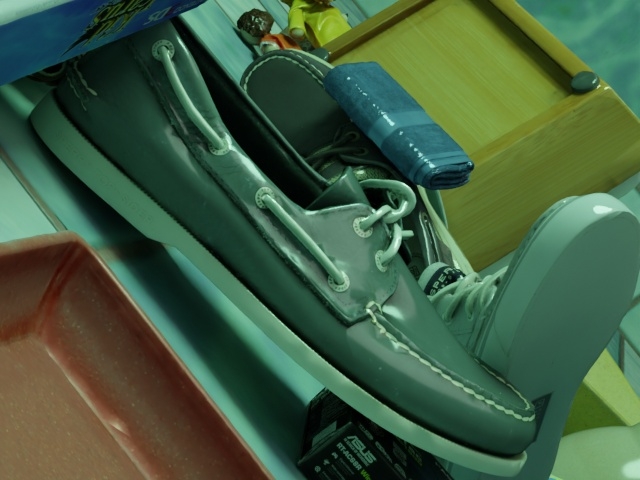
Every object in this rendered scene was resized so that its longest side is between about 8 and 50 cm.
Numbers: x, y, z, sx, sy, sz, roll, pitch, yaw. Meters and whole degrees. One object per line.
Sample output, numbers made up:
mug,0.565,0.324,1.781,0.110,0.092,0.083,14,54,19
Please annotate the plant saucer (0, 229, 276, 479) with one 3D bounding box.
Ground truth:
plant saucer,-0.054,0.117,0.509,0.259,0.048,0.258,52,10,3

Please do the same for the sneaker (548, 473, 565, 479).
sneaker,0.213,0.199,1.128,0.240,0.126,0.091,46,11,-26

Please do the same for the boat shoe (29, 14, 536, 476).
boat shoe,0.000,0.000,0.855,0.319,0.099,0.116,39,9,-2

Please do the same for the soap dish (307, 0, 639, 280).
soap dish,0.122,-0.109,1.428,0.291,0.229,0.118,53,-8,47

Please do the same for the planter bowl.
planter bowl,0.238,0.206,1.261,0.162,0.109,0.162,49,10,-12

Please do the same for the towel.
towel,0.055,-0.082,1.197,0.119,0.029,0.067,49,31,23

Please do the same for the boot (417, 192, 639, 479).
boot,0.097,0.050,0.974,0.095,0.258,0.123,-14,47,-32

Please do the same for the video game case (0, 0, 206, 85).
video game case,-0.177,-0.186,0.734,0.244,0.061,0.269,47,28,3

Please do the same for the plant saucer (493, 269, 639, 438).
plant saucer,0.192,0.090,1.543,0.333,0.081,0.332,42,14,-38

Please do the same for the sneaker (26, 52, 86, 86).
sneaker,-0.146,-0.110,0.905,0.188,0.066,0.071,24,45,-57

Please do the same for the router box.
router box,0.042,0.135,0.871,0.122,0.038,0.092,49,10,-9

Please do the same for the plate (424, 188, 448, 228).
plate,0.050,-0.034,1.330,0.188,0.024,0.188,54,-25,40

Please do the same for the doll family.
doll family,0.008,-0.211,1.686,0.163,0.118,0.263,52,11,6

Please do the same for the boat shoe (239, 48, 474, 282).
boat shoe,0.025,-0.034,1.214,0.285,0.103,0.092,60,9,17
